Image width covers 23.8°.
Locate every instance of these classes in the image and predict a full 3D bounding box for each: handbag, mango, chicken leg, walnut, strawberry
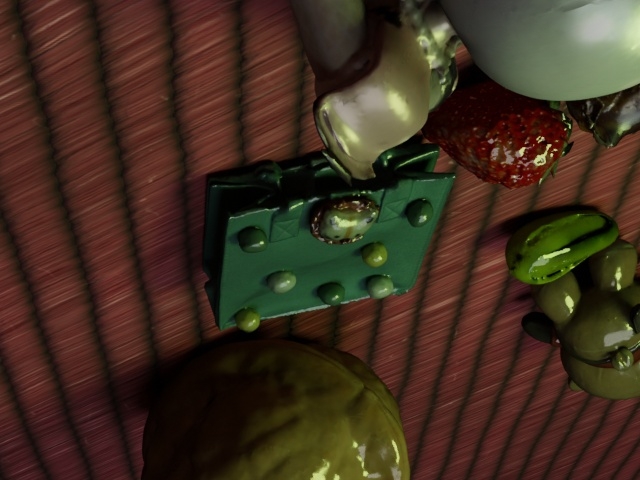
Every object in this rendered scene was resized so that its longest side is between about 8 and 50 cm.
[{"bbox_3d":[0.001,0.005,1.718,0.269,0.100,0.274,-9,155,-15],"label":"handbag"},{"bbox_3d":[0.307,0.002,1.943,0.165,0.074,0.091,-20,152,-25],"label":"mango"},{"bbox_3d":[0.381,-0.202,1.525,0.304,0.113,0.093,-33,170,27],"label":"chicken leg"},{"bbox_3d":[-0.061,0.305,2.062,0.384,0.383,0.383,-14,155,-7],"label":"walnut"},{"bbox_3d":[0.184,-0.108,1.570,0.148,0.131,0.131,-17,155,-5],"label":"strawberry"}]

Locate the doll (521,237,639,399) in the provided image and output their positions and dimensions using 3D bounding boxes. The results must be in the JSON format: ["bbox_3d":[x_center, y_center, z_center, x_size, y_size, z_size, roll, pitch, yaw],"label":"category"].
[{"bbox_3d":[0.424,0.125,2.149,0.235,0.174,0.330,-30,152,12],"label":"doll"}]

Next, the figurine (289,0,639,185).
[{"bbox_3d":[0.160,-0.198,1.263,0.361,0.211,0.253,-24,154,18],"label":"figurine"}]
